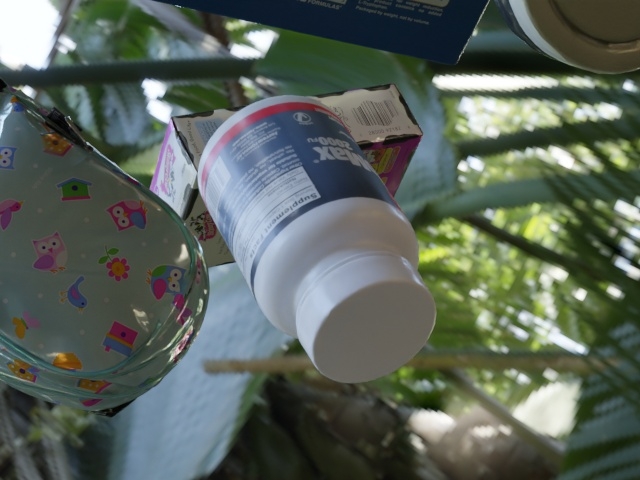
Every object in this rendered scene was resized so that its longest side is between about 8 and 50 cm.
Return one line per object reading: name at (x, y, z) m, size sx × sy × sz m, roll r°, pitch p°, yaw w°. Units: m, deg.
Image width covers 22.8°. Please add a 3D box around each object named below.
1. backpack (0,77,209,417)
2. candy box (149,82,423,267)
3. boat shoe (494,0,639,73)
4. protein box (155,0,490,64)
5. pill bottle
backpack at (-0.144, 0.010, 0.795) m, size 0.182 × 0.115 × 0.152 m, roll 34°, pitch -101°, yaw 1°
candy box at (-0.039, -0.057, 1.485) m, size 0.233 × 0.071 × 0.159 m, roll -11°, pitch -33°, yaw -27°
boat shoe at (0.110, -0.220, 0.558) m, size 0.127 × 0.113 × 0.340 m, roll 15°, pitch -94°, yaw -32°
protein box at (0.015, -0.231, 0.875) m, size 0.200 × 0.136 × 0.201 m, roll 9°, pitch -49°, yaw -20°
pill bottle at (0.000, 0.000, 0.993) m, size 0.108 × 0.180 × 0.108 m, roll -15°, pitch -46°, yaw -16°
